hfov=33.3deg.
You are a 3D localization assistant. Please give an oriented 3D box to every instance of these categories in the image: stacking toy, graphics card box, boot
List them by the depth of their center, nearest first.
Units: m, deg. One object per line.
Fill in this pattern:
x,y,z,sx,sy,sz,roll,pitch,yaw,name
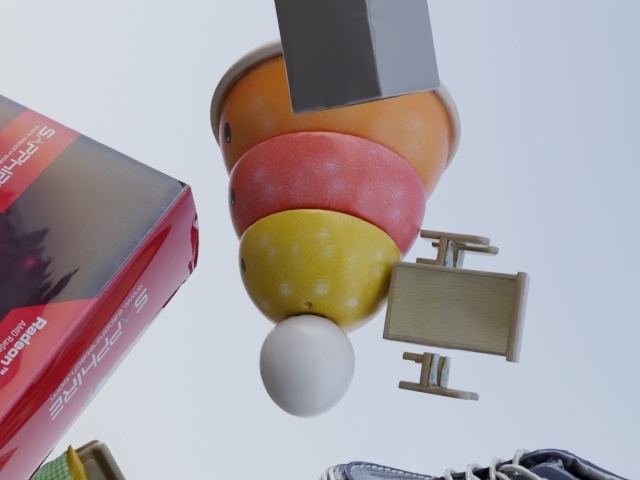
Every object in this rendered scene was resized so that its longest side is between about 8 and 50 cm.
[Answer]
0.096,0.149,0.622,0.086,0.190,0.069,-63,-163,21,boot
-0.292,-0.010,0.668,0.371,0.233,0.094,26,-36,12,graphics card box
0.000,0.000,1.379,0.350,0.350,0.480,114,-13,-53,stacking toy

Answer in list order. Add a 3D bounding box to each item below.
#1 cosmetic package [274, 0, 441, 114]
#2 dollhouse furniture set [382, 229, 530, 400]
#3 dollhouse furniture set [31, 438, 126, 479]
0.026,-0.249,1.041,0.127,0.107,0.238,-1,-77,44,cosmetic package
0.193,0.099,1.381,0.242,0.161,0.212,26,72,-70,dollhouse furniture set
-0.227,0.360,1.004,0.301,0.197,0.151,60,-7,2,dollhouse furniture set
